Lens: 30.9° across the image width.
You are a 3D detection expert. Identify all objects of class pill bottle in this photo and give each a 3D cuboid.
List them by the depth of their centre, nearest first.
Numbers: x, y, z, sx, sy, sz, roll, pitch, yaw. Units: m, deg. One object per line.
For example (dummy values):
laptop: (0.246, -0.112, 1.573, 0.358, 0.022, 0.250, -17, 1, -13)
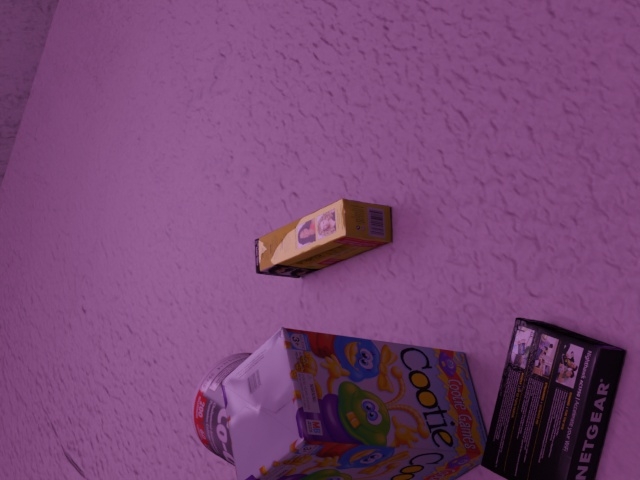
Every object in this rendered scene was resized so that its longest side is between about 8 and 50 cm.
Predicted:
pill bottle: (-0.050, 0.261, 1.608, 0.283, 0.161, 0.161, 14, 93, 57)

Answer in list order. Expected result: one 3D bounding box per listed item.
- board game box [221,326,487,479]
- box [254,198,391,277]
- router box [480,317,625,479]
board game box: (0.044, 0.212, 1.379, 0.144, 0.275, 0.142, -44, 47, 41)
box: (0.000, 0.000, 1.677, 0.232, 0.087, 0.058, -23, 65, 50)
router box: (0.253, 0.188, 1.280, 0.133, 0.046, 0.179, 19, 98, 56)
